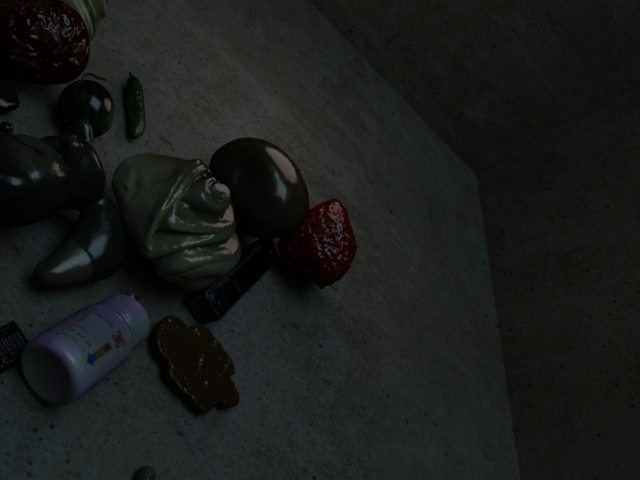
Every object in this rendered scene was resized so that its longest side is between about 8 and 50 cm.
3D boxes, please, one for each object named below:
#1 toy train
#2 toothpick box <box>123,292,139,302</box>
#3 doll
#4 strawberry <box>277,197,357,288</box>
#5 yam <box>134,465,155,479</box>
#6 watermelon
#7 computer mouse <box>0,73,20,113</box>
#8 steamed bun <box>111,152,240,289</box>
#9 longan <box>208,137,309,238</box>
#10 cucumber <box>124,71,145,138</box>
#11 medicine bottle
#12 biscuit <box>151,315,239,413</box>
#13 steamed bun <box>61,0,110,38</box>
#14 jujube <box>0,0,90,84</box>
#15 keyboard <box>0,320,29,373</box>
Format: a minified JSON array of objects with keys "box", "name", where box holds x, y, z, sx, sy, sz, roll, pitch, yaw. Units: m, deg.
[{"box":[-0.233,0.099,2.040,0.086,0.089,0.409,63,28,-12],"name":"toy train"},{"box":[-0.449,0.170,1.704,0.047,0.047,0.083,29,42,-40],"name":"toothpick box"},{"box":[-0.578,-0.071,1.545,0.378,0.252,0.382,57,37,-3],"name":"doll"},{"box":[0.000,0.000,2.285,0.257,0.257,0.276,29,84,-40],"name":"strawberry"},{"box":[-0.372,0.519,1.514,0.043,0.043,0.094,42,33,-26],"name":"yam"},{"box":[-0.598,-0.351,1.860,0.141,0.141,0.187,20,45,-47],"name":"watermelon"},{"box":[-0.778,-0.333,1.645,0.122,0.073,0.217,54,29,-6],"name":"computer mouse"},{"box":[-0.331,-0.063,1.828,0.352,0.247,0.339,59,4,21],"name":"steamed bun"},{"box":[-0.185,-0.149,2.142,0.288,0.288,0.350,6,38,-53],"name":"longan"},{"box":[-0.526,-0.386,2.074,0.056,0.056,0.250,21,49,-46],"name":"cucumber"},{"box":[-0.481,0.217,1.515,0.152,0.152,0.254,56,30,-5],"name":"medicine bottle"},{"box":[-0.305,0.309,1.795,0.290,0.041,0.208,51,32,-15],"name":"biscuit"},{"box":[-0.686,-0.673,1.949,0.276,0.203,0.289,48,33,-19],"name":"steamed bun"},{"box":[-0.684,-0.490,1.771,0.232,0.213,0.212,1,61,-36],"name":"jujube"},{"box":[-0.654,0.234,1.379,0.087,0.017,0.250,58,31,-4],"name":"keyboard"}]
